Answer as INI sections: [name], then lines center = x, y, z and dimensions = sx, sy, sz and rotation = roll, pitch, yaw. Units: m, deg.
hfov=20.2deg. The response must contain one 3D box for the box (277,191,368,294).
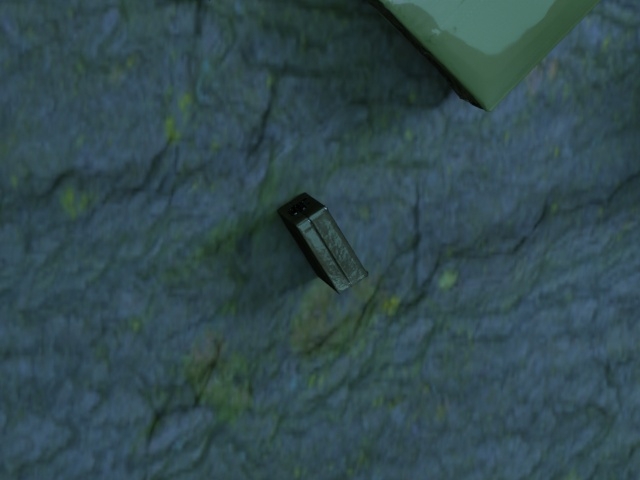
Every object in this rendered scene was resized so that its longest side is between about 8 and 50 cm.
[box]
center = 0.000, 0.000, 1.640
dimensions = 0.035, 0.079, 0.083
rotation = -33, 108, -6

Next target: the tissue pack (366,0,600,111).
[tissue pack]
center = 0.167, -0.254, 1.602
dimensions = 0.234, 0.125, 0.159
rotation = -45, 105, 3
